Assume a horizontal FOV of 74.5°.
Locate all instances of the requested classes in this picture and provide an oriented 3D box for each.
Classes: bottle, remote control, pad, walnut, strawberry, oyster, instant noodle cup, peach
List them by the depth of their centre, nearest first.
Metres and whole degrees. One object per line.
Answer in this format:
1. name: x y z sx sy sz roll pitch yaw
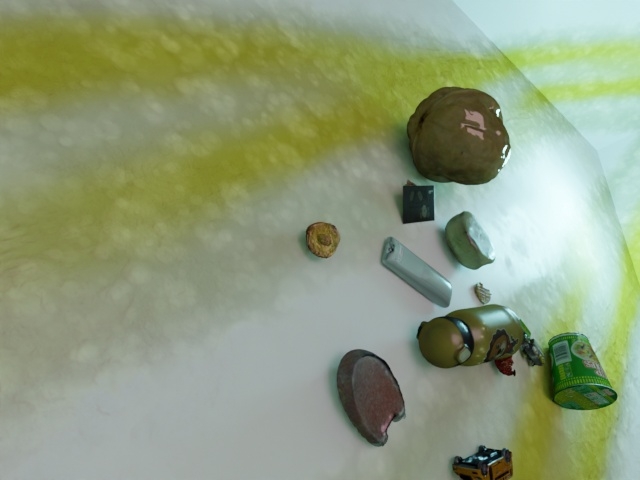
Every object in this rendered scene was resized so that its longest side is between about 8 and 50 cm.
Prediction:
1. peach: 0.001 0.001 1.092 0.098 0.061 0.098 2 78 -10
2. bottle: 0.432 0.288 1.240 0.351 0.171 0.171 -1 69 -38
3. remote control: 0.311 0.100 1.312 0.293 0.051 0.103 35 50 -21
4. strawberry: 0.597 0.355 1.391 0.121 0.082 0.188 -5 93 -72
5. pad: 0.341 -0.126 1.449 0.190 0.004 0.127 -7 97 -42
6. oyster: 0.309 -0.160 1.466 0.081 0.038 0.083 43 72 -3
7. walnut: 0.496 -0.368 1.525 0.381 0.381 0.381 19 57 -32
8. instant noodle cup: 0.953 0.481 1.575 0.207 0.207 0.232 33 42 -23

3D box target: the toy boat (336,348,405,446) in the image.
1. toy boat: 0.109 0.363 0.998 0.155 0.085 0.227 -35 104 -36

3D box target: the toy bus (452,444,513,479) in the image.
1. toy bus: 0.440 0.616 1.130 0.195 0.083 0.088 6 74 -40

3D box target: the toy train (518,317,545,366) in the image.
1. toy train: 0.752 0.372 1.538 0.202 0.060 0.081 51 40 -10

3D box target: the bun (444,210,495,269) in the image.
1. bun: 0.528 0.008 1.505 0.221 0.108 0.221 28 45 -33

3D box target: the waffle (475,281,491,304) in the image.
1. waffle: 0.587 0.189 1.523 0.085 0.016 0.078 49 46 -9
